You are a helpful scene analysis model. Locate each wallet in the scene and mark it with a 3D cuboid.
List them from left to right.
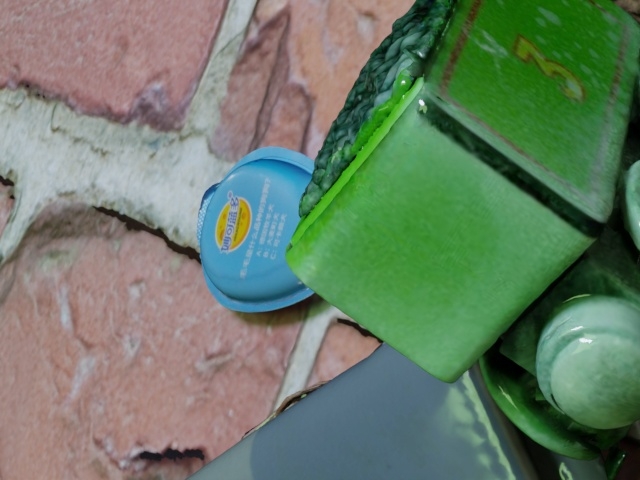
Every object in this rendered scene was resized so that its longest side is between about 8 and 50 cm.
[{"bbox_3d":[0.005,0.213,0.845,0.360,0.083,0.252,-38,66,33],"label":"wallet"}]

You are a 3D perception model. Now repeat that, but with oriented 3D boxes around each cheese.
[{"bbox_3d":[0.000,0.000,1.002,0.256,0.037,0.106,11,86,50],"label":"cheese"}]

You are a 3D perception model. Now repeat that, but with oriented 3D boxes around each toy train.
[{"bbox_3d":[0.098,-0.024,0.735,0.132,0.188,0.243,-50,7,32],"label":"toy train"}]

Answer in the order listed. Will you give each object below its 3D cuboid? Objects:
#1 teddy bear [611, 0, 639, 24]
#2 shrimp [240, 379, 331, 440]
[{"bbox_3d":[0.175,-0.202,0.794,0.182,0.129,0.251,-123,33,-47],"label":"teddy bear"},{"bbox_3d":[-0.005,0.128,0.933,0.190,0.075,0.073,-51,11,17],"label":"shrimp"}]
